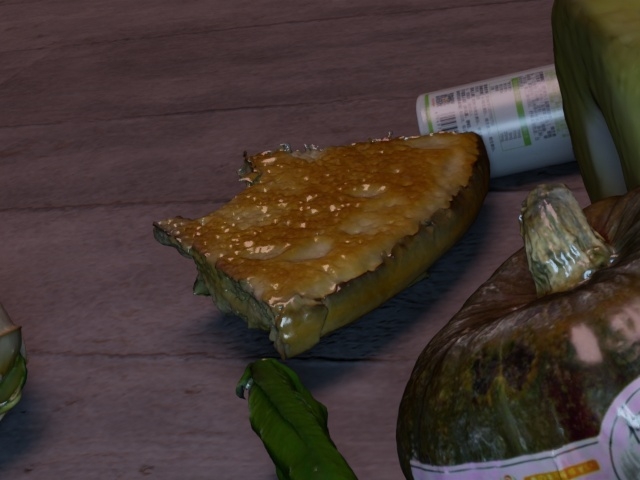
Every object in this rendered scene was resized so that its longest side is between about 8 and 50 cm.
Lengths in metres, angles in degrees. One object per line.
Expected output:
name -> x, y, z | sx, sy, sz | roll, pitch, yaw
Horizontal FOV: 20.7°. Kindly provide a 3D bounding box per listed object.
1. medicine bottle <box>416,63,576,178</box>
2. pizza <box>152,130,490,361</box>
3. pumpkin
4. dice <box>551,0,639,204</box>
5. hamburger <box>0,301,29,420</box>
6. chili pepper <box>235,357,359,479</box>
medicine bottle -> 0.177, -0.101, 1.472 | 0.183, 0.086, 0.086 | -12, 23, 11
pizza -> 0.000, 0.000, 1.354 | 0.223, 0.089, 0.323 | 5, 28, 31
pumpkin -> 0.160, 0.056, 0.942 | 0.260, 0.189, 0.260 | -26, 11, 6
dice -> 0.296, -0.084, 1.162 | 0.233, 0.227, 0.238 | -16, 23, -1
hamburger -> -0.323, 0.097, 1.275 | 0.236, 0.147, 0.237 | -18, 10, 3
chili pepper -> 0.019, 0.164, 0.962 | 0.076, 0.085, 0.359 | -30, 25, -5
